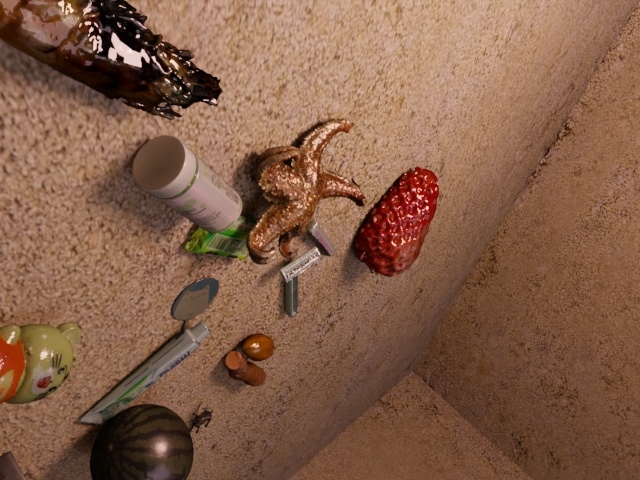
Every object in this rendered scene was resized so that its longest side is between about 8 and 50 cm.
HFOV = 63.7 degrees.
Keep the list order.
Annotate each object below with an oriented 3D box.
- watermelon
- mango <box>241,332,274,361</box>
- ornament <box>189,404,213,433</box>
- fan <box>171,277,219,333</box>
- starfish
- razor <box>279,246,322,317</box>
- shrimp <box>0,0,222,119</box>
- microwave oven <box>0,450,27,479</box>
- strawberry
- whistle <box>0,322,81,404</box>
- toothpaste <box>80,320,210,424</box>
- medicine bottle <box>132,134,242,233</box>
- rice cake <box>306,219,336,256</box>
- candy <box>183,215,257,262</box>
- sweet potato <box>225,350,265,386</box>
[{"bbox_3d":[-0.375,0.452,1.086,0.212,0.212,0.212,-38,153,-24],"label":"watermelon"},{"bbox_3d":[-0.164,0.284,1.361,0.077,0.063,0.127,-58,154,-4],"label":"mango"},{"bbox_3d":[-0.327,0.489,1.427,0.073,0.028,0.125,-27,148,-39],"label":"ornament"},{"bbox_3d":[-0.268,0.145,1.069,0.113,0.005,0.175,-10,134,-52],"label":"fan"},{"bbox_3d":[-0.029,-0.081,1.013,0.303,0.113,0.312,-19,133,-45],"label":"starfish"},{"bbox_3d":[-0.070,0.117,1.313,0.111,0.056,0.278,-34,158,-27],"label":"razor"},{"bbox_3d":[-0.202,-0.267,0.540,0.233,0.071,0.365,-59,149,7],"label":"shrimp"},{"bbox_3d":[-0.585,0.560,0.702,0.432,0.374,0.236,-28,170,-43],"label":"microwave oven"},{"bbox_3d":[0.246,-0.041,1.487,0.265,0.149,0.336,-4,128,-55],"label":"strawberry"},{"bbox_3d":[-0.449,0.171,0.689,0.131,0.106,0.288,-61,154,7],"label":"whistle"},{"bbox_3d":[-0.353,0.274,1.063,0.297,0.048,0.074,-40,154,-8],"label":"toothpaste"},{"bbox_3d":[-0.195,-0.079,0.783,0.086,0.086,0.183,-48,155,-3],"label":"medicine bottle"},{"bbox_3d":[0.001,0.000,1.276,0.033,0.033,0.207,-56,157,-9],"label":"rice cake"},{"bbox_3d":[-0.172,-0.011,0.979,0.102,0.032,0.178,-57,154,9],"label":"candy"},{"bbox_3d":[-0.198,0.368,1.424,0.067,0.059,0.281,-20,150,3],"label":"sweet potato"}]
